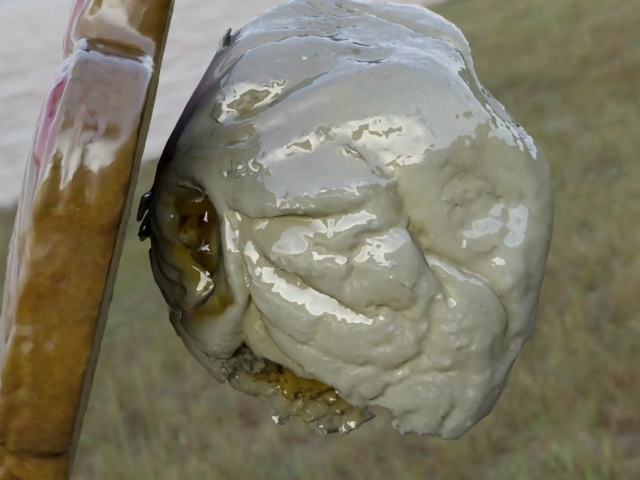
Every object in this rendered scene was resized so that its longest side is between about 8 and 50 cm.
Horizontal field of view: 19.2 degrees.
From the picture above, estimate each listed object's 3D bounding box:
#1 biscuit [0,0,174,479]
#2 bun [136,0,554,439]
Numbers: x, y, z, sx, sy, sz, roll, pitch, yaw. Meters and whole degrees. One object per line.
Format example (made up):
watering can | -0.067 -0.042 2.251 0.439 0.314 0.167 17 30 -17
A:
biscuit | -0.148 -0.009 1.160 0.074 0.358 0.381 9 -23 -3
bun | 0.002 -0.015 1.116 0.205 0.281 0.281 5 0 -29
